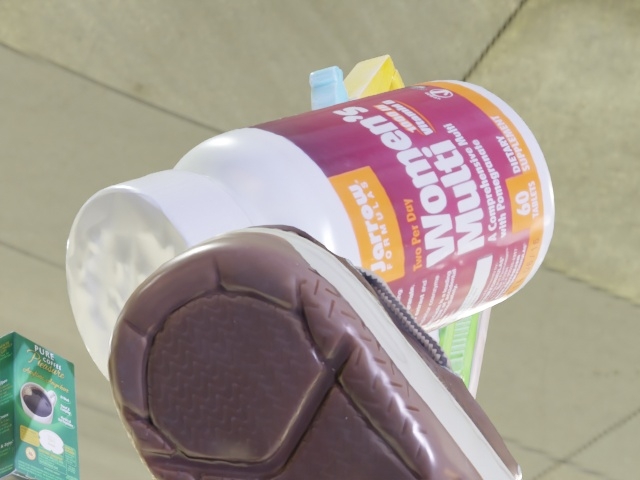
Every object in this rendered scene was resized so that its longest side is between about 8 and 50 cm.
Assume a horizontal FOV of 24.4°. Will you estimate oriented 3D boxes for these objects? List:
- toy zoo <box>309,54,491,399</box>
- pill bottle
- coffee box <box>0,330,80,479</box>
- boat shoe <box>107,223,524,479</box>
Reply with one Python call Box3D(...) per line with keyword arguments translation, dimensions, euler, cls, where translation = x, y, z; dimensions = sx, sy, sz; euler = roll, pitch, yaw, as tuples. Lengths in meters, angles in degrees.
Box3D(translation=(0.061, -0.007, 1.119), dimensions=(0.030, 0.192, 0.293), euler=(-12, 122, 22), cls="toy zoo")
Box3D(translation=(0.000, 0.000, 0.692), dimensions=(0.121, 0.221, 0.121), euler=(17, 116, 41), cls="pill bottle")
Box3D(translation=(-0.332, 0.208, 1.723), dimensions=(0.040, 0.184, 0.113), euler=(-26, 144, 23), cls="coffee box")
Box3D(translation=(0.041, 0.108, 0.401), dimensions=(0.095, 0.095, 0.257), euler=(-26, 91, 13), cls="boat shoe")
